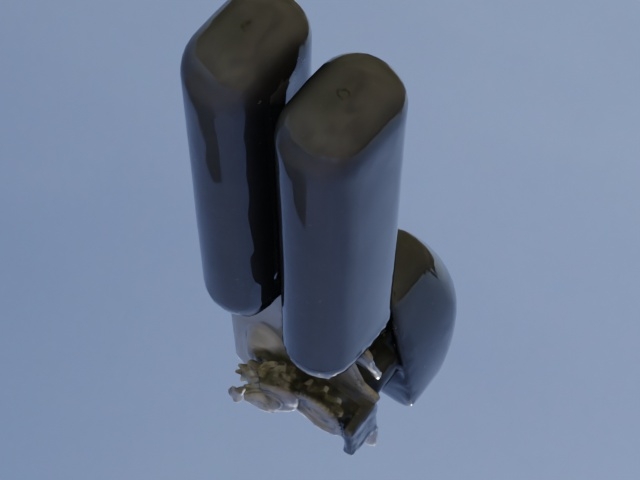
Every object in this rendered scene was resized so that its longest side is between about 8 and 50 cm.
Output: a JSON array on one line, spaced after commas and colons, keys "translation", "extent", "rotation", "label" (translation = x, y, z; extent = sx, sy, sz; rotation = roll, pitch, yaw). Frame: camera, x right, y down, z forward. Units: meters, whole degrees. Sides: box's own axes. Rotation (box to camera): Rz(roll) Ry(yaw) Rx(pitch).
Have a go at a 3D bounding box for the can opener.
[{"translation": [0.000, 0.000, 0.650], "extent": [0.074, 0.280, 0.093], "rotation": [34, -108, 17], "label": "can opener"}]
